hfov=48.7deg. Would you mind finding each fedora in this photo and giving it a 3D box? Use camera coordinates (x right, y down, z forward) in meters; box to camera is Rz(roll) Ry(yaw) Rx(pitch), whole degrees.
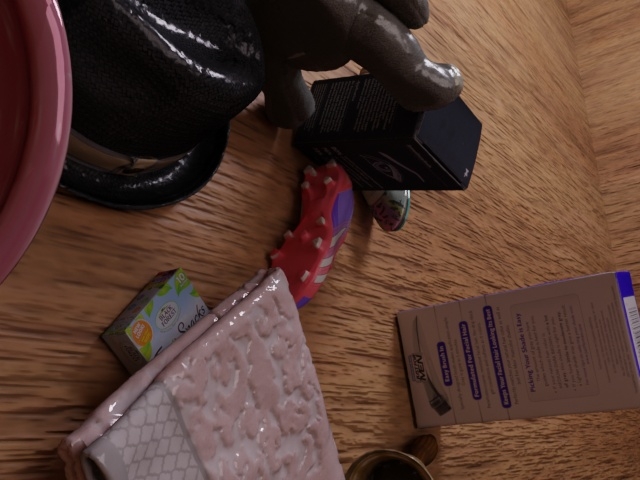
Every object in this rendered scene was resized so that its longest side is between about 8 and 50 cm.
[{"bbox_3d":[-0.166,-0.190,0.679,0.334,0.153,0.333,28,55,-49],"label":"fedora"}]

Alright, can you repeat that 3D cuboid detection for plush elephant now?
[{"bbox_3d":[0.005,-0.327,0.848,0.330,0.272,0.255,45,52,-39],"label":"plush elephant"}]

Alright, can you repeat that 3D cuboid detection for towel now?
[{"bbox_3d":[-0.077,0.237,0.688,0.317,0.054,0.331,-41,122,-54],"label":"towel"}]

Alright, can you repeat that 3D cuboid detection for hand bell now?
[{"bbox_3d":[0.129,0.318,0.986,0.242,0.126,0.126,-4,81,-69],"label":"hand bell"}]

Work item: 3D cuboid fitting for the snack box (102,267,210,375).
[{"bbox_3d":[-0.139,0.113,0.703,0.141,0.037,0.100,61,35,-23],"label":"snack box"}]

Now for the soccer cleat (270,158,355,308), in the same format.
[{"bbox_3d":[0.000,0.000,0.921,0.095,0.083,0.248,53,36,-37],"label":"soccer cleat"}]

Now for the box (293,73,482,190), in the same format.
[{"bbox_3d":[0.094,-0.147,0.981,0.153,0.207,0.108,35,66,-47],"label":"box"}]

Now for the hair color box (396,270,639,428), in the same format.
[{"bbox_3d":[0.296,0.166,1.050,0.110,0.339,0.185,4,74,-57],"label":"hair color box"}]

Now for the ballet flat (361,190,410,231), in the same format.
[{"bbox_3d":[0.100,-0.109,1.125,0.079,0.077,0.221,32,45,-23],"label":"ballet flat"}]

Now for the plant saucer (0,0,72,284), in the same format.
[{"bbox_3d":[-0.302,-0.081,0.367,0.332,0.084,0.331,-1,93,-16],"label":"plant saucer"}]

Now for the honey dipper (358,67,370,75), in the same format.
[{"bbox_3d":[0.064,-0.217,1.143,0.030,0.031,0.160,45,46,-38],"label":"honey dipper"}]
